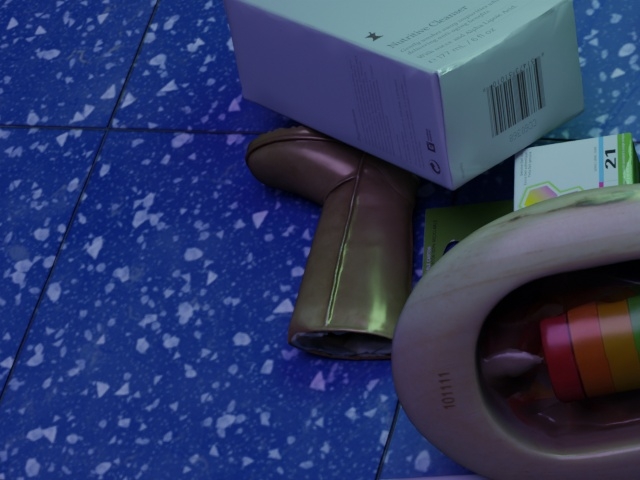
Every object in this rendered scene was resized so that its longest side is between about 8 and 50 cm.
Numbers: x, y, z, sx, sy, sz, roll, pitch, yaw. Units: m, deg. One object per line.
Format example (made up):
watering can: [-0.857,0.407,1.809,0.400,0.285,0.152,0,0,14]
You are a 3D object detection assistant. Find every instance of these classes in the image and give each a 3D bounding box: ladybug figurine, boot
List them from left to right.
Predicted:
boot: [0.000,0.000,2.023,0.236,0.089,0.269,-1,58,23]
ladybug figurine: [0.294,0.087,1.730,0.449,0.305,0.162,-8,14,10]

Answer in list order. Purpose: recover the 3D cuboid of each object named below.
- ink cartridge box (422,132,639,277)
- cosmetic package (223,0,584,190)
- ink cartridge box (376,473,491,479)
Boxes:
ink cartridge box: [0.221,0.001,1.922,0.255,0.097,0.188,-7,55,17]
cosmetic package: [0.088,-0.217,2.019,0.217,0.156,0.385,-32,38,-29]
ink cartridge box: [0.166,0.369,1.709,0.261,0.066,0.296,-6,56,21]
